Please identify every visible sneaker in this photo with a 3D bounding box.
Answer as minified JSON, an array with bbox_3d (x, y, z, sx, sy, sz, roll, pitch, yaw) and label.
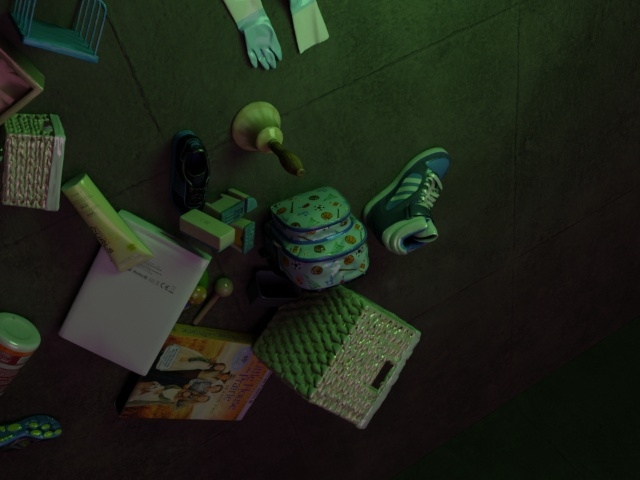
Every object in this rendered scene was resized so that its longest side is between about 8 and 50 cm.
[{"bbox_3d":[-0.776,0.507,1.609,0.188,0.067,0.078,-6,147,-33],"label":"sneaker"},{"bbox_3d":[0.291,-0.094,1.728,0.322,0.236,0.130,-40,136,0],"label":"sneaker"},{"bbox_3d":[-0.294,-0.130,1.408,0.081,0.090,0.232,-15,130,-24],"label":"sneaker"}]

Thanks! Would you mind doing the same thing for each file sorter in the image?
[{"bbox_3d":[-0.445,-0.389,1.048,0.118,0.170,0.105,6,117,-37],"label":"file sorter"}]

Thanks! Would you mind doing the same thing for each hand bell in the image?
[{"bbox_3d":[-0.094,-0.206,1.376,0.126,0.242,0.126,-18,131,-22],"label":"hand bell"}]

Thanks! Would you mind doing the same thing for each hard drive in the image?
[{"bbox_3d":[-0.442,0.131,1.465,0.233,0.047,0.353,29,107,-10],"label":"hard drive"}]

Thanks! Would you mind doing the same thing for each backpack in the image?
[{"bbox_3d":[0.000,0.000,1.586,0.276,0.263,0.213,-25,133,-15],"label":"backpack"}]

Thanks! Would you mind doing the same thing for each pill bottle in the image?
[{"bbox_3d":[-0.747,0.280,1.400,0.221,0.121,0.121,-50,135,9],"label":"pill bottle"}]

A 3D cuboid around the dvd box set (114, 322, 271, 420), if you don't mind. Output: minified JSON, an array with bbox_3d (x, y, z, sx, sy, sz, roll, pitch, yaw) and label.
[{"bbox_3d":[-0.343,0.394,1.805,0.420,0.062,0.308,17,112,-41],"label":"dvd box set"}]

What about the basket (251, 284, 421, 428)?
[{"bbox_3d":[0.037,0.293,1.768,0.266,0.331,0.328,36,85,-40],"label":"basket"}]

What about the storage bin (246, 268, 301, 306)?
[{"bbox_3d":[-0.140,0.138,1.732,0.135,0.098,0.091,5,148,-37],"label":"storage bin"}]

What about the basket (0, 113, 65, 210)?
[{"bbox_3d":[-0.561,-0.153,1.194,0.103,0.113,0.167,0,123,-31],"label":"basket"}]

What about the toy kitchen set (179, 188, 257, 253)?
[{"bbox_3d":[-0.220,-0.006,1.474,0.207,0.122,0.166,-38,145,-46],"label":"toy kitchen set"}]

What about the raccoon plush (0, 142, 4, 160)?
[{"bbox_3d":[-0.727,-0.056,0.972,0.446,0.216,0.299,-37,169,-28],"label":"raccoon plush"}]

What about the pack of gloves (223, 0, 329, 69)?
[{"bbox_3d":[-0.087,-0.480,1.309,0.195,0.046,0.232,-34,135,-9],"label":"pack of gloves"}]

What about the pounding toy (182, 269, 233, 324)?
[{"bbox_3d":[-0.339,0.150,1.583,0.183,0.110,0.237,-50,135,9],"label":"pounding toy"}]

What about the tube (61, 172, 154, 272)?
[{"bbox_3d":[-0.465,-0.034,1.347,0.062,0.070,0.240,-51,128,-32],"label":"tube"}]

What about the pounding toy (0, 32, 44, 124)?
[{"bbox_3d":[-0.623,-0.295,1.063,0.181,0.094,0.206,-37,127,3],"label":"pounding toy"}]
